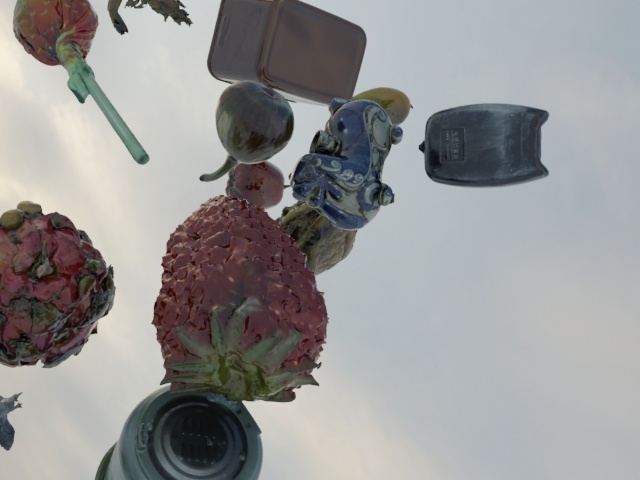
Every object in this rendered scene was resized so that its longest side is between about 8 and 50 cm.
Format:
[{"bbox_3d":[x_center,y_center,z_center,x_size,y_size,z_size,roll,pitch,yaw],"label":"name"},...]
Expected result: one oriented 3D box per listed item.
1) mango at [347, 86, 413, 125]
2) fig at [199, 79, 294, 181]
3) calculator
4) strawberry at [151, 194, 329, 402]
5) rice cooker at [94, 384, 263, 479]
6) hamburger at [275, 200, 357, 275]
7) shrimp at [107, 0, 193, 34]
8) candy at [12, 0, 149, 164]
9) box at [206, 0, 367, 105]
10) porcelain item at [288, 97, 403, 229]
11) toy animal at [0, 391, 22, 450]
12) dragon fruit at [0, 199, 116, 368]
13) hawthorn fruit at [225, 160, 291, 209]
[{"bbox_3d":[0.131,-0.294,1.696,0.066,0.187,0.101,56,-46,37],"label":"mango"},{"bbox_3d":[-0.154,-0.178,1.401,0.149,0.149,0.245,50,-59,17],"label":"fig"},{"bbox_3d":[0.334,-0.197,1.576,0.268,0.040,0.177,-1,-93,21],"label":"calculator"},{"bbox_3d":[-0.117,0.089,1.238,0.292,0.344,0.292,3,-44,3],"label":"strawberry"},{"bbox_3d":[-0.246,0.406,1.327,0.264,0.316,0.317,50,-34,19],"label":"rice cooker"},{"bbox_3d":[0.000,0.000,1.704,0.130,0.206,0.183,50,-39,37],"label":"hamburger"},{"bbox_3d":[-0.339,-0.440,1.474,0.178,0.124,0.034,39,-2,7],"label":"shrimp"},{"bbox_3d":[-0.150,-0.108,0.491,0.201,0.060,0.061,52,-31,36],"label":"candy"},{"bbox_3d":[-0.078,-0.491,1.974,0.229,0.339,0.240,23,-79,48],"label":"box"},{"bbox_3d":[0.043,-0.152,1.436,0.186,0.288,0.138,24,-34,-18],"label":"porcelain item"},{"bbox_3d":[-0.319,0.166,0.772,0.028,0.050,0.084,-11,-81,37],"label":"toy animal"},{"bbox_3d":[-0.498,0.066,1.308,0.269,0.250,0.291,39,-31,24],"label":"dragon fruit"},{"bbox_3d":[-0.152,-0.147,2.066,0.162,0.203,0.163,-27,-121,56],"label":"hawthorn fruit"}]
